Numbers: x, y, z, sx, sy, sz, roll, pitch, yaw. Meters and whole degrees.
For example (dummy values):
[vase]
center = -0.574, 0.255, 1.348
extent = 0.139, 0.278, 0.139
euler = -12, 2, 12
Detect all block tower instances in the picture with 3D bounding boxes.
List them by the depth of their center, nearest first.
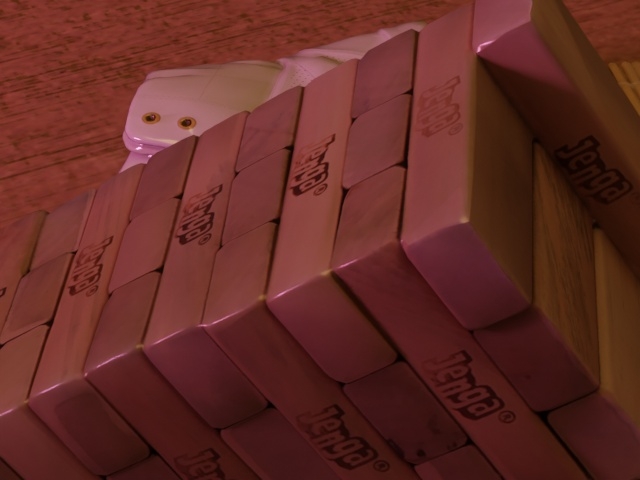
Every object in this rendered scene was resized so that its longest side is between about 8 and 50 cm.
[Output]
[block tower]
center = -0.067, 0.054, 0.484
extent = 0.335, 0.091, 0.097
euler = -26, 31, 23

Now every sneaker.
[sneaker]
center = 0.000, 0.000, 0.775
extent = 0.169, 0.108, 0.292
euler = -10, 28, -9

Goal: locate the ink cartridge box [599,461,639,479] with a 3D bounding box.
[ink cartridge box]
center = 0.145, 0.154, 0.462
extent = 0.158, 0.218, 0.092
euler = -2, 31, -2

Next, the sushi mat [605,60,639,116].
[sushi mat]
center = 0.159, 0.009, 0.817
extent = 0.151, 0.019, 0.316
euler = -5, 37, -11
